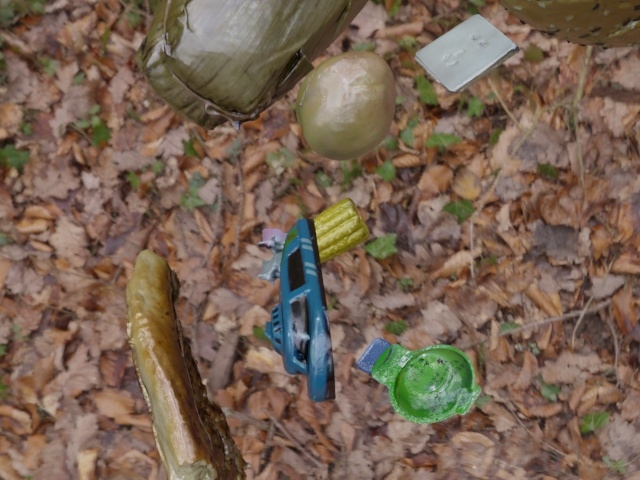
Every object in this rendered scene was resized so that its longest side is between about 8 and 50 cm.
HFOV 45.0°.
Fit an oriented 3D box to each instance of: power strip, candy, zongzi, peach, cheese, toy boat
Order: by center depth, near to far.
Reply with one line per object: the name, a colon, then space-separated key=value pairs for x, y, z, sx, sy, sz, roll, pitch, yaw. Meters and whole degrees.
zongzi: x=0.016 y=-0.231 z=0.576 sx=0.300 sy=0.145 sz=0.274 roll=-19 pitch=41 yaw=34
toy boat: x=-0.037 y=0.091 z=1.019 sx=0.092 sy=0.134 sz=0.299 roll=-2 pitch=32 yaw=-4
candy: x=0.000 y=0.000 z=1.573 sx=0.198 sy=0.106 sz=0.094 roll=-32 pitch=101 yaw=1
cheese: x=0.217 y=0.305 z=1.750 sx=0.320 sy=0.083 sz=0.204 roll=19 pitch=61 yaw=45
power strip: x=0.372 y=-0.460 z=1.963 sx=0.213 sy=0.064 sz=0.198 roll=-34 pitch=51 yaw=2
peach: x=0.070 y=-0.350 z=1.989 sx=0.247 sy=0.292 sz=0.292 roll=42 pitch=90 yaw=-16

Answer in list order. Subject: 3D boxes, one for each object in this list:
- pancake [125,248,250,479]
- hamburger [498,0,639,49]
pancake: x=-0.121 y=0.157 z=0.781 sx=0.057 sy=0.245 sz=0.266 roll=-24 pitch=38 yaw=7
hamburger: x=0.247 y=-0.272 z=0.683 sx=0.287 sy=0.192 sz=0.168 roll=3 pitch=74 yaw=-23
